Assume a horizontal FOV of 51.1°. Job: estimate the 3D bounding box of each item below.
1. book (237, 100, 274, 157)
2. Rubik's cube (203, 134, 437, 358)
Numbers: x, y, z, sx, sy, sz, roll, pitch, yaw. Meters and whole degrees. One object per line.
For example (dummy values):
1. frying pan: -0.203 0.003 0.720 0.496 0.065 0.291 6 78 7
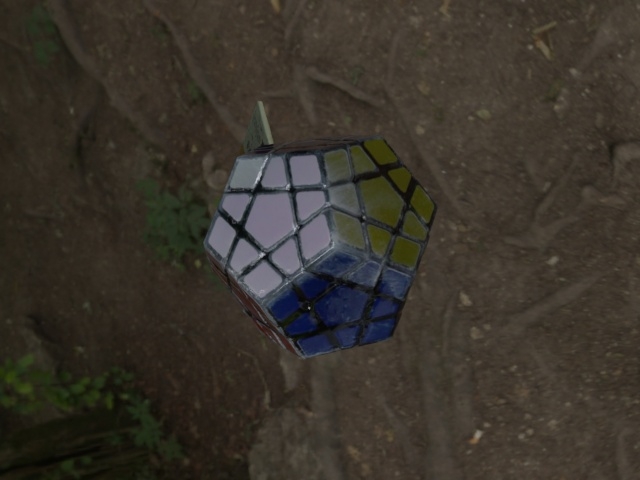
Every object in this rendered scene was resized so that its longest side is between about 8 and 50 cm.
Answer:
1. book: -0.113 -0.121 1.073 0.118 0.012 0.172 -107 32 -43
2. Rubik's cube: 0.000 0.000 0.902 0.319 0.319 0.264 -51 33 24
